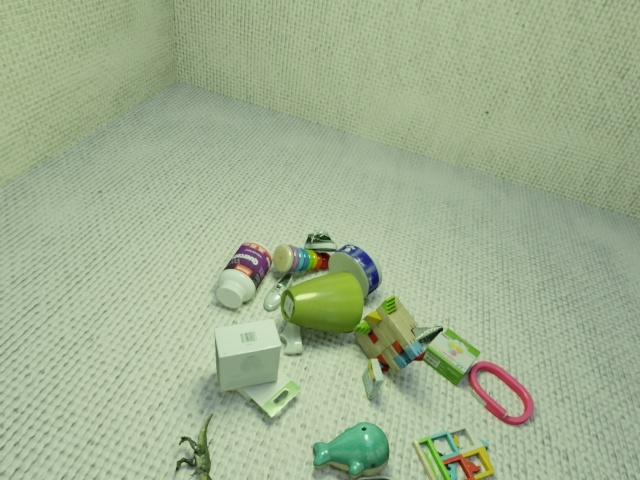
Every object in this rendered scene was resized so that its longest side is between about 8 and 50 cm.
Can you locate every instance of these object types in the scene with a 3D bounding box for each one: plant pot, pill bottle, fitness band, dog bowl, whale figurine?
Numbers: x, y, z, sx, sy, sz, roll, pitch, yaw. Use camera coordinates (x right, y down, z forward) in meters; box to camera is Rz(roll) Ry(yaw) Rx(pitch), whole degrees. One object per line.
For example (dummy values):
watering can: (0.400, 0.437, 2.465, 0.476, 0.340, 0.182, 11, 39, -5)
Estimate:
plant pot: (-0.012, 0.271, 1.876, 0.293, 0.275, 0.275, 2, 40, -32)
pill bottle: (-0.357, 0.157, 2.037, 0.181, 0.182, 0.323, 18, 41, 6)
fitness band: (0.769, 0.646, 1.866, 0.208, 0.054, 0.291, -24, 54, -35)
dog bowl: (0.166, 0.149, 2.114, 0.264, 0.265, 0.104, 37, 49, 26)
whale figurine: (0.106, 0.723, 1.530, 0.271, 0.141, 0.216, -3, 17, 0)

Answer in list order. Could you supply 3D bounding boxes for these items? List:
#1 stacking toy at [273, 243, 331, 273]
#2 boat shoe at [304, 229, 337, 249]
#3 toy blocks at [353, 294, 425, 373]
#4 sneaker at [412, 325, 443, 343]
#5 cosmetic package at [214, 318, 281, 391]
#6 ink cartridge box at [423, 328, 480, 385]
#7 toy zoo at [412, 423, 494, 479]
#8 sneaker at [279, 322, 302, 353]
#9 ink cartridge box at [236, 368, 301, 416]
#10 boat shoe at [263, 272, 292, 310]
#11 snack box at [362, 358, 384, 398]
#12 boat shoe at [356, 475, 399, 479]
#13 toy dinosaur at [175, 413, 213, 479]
stacking toy: (-0.069, 0.095, 2.174, 0.330, 0.141, 0.141, 5, 37, -42)
boat shoe: (0.004, 0.001, 2.235, 0.113, 0.105, 0.306, 11, -4, -18)
toy blocks: (0.296, 0.420, 1.806, 0.190, 0.381, 0.261, -21, 66, -34)
sneaker: (0.455, 0.411, 2.031, 0.228, 0.086, 0.132, -14, 45, -26)
cosmetic package: (-0.275, 0.431, 1.634, 0.223, 0.225, 0.138, -6, 40, -19)
ink cartridge box: (0.605, 0.494, 1.964, 0.188, 0.097, 0.255, 36, 47, 25)
toy zoo: (0.515, 0.809, 1.634, 0.292, 0.030, 0.192, -6, 44, -20)
sneaker: (-0.135, 0.398, 1.908, 0.094, 0.080, 0.212, -7, 44, -5)
ink cartridge box: (-0.215, 0.568, 1.702, 0.235, 0.056, 0.171, 36, 46, 24)
boat shoe: (-0.201, 0.233, 2.070, 0.083, 0.076, 0.226, 20, 41, 9)
snack box: (0.209, 0.558, 1.755, 0.037, 0.141, 0.100, 2, 42, -12)
boat shoe: (0.235, 0.852, 1.472, 0.257, 0.084, 0.095, 5, 41, -8)
toy dinosaur: (-0.423, 0.719, 1.476, 0.118, 0.064, 0.268, 12, 38, -24)
